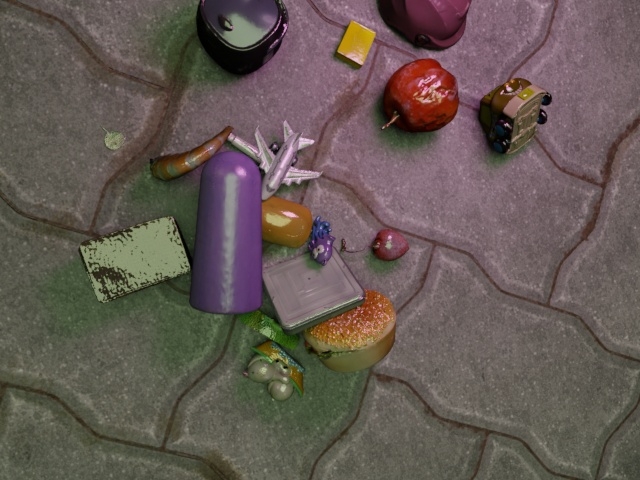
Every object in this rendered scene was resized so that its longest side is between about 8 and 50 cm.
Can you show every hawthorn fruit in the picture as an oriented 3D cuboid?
[{"bbox_3d":[0.293,-0.435,1.497,0.272,0.242,0.242,-33,97,-9],"label":"hawthorn fruit"}]

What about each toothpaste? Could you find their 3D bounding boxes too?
[{"bbox_3d":[-0.216,-0.282,1.503,0.190,0.031,0.048,32,76,-14],"label":"toothpaste"}]

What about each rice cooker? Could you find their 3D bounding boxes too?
[{"bbox_3d":[-0.232,-0.636,1.395,0.267,0.224,0.267,0,90,-9],"label":"rice cooker"}]

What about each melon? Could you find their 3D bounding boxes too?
[{"bbox_3d":[-0.160,0.270,1.483,0.209,0.118,0.064,34,79,-15],"label":"melon"}]

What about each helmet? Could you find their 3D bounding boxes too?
[{"bbox_3d":[0.366,-0.795,1.526,0.338,0.197,0.271,28,83,-9],"label":"helmet"}]

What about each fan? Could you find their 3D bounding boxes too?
[{"bbox_3d":[-0.636,-0.307,1.432,0.080,0.003,0.060,21,86,-11],"label":"fan"}]

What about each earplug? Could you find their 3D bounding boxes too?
[{"bbox_3d":[-0.263,-0.028,1.370,0.215,0.215,0.455,3,99,-11],"label":"earplug"}]

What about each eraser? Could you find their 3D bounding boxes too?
[{"bbox_3d":[0.115,-0.644,1.553,0.097,0.045,0.122,25,86,-10],"label":"eraser"}]

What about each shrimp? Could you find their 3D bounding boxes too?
[{"bbox_3d":[-0.377,-0.257,1.385,0.287,0.185,0.068,-34,121,-1],"label":"shrimp"}]

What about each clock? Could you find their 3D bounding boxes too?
[{"bbox_3d":[-0.141,0.417,1.491,0.231,0.103,0.144,43,85,-7],"label":"clock"}]

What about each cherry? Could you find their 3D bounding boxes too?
[{"bbox_3d":[0.182,0.008,1.560,0.226,0.090,0.107,10,101,-2],"label":"cherry"}]

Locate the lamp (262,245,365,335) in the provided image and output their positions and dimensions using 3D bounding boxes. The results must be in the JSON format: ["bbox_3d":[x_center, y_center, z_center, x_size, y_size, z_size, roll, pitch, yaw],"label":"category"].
[{"bbox_3d":[-0.030,0.141,1.442,0.266,0.269,0.047,-21,132,-12],"label":"lamp"}]

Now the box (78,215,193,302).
[{"bbox_3d":[-0.531,0.049,1.389,0.273,0.143,0.184,-20,95,-9],"label":"box"}]

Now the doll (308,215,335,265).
[{"bbox_3d":[0.000,0.000,1.491,0.067,0.206,0.110,24,127,-30],"label":"doll"}]

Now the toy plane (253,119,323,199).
[{"bbox_3d":[-0.124,-0.235,1.473,0.251,0.101,0.255,32,81,-22],"label":"toy plane"}]

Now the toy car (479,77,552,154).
[{"bbox_3d":[0.621,-0.432,1.580,0.204,0.248,0.198,-36,59,-6],"label":"toy car"}]

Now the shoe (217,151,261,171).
[{"bbox_3d":[-0.256,-0.236,1.483,0.143,0.064,0.071,4,72,-16],"label":"shoe"}]

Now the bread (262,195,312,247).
[{"bbox_3d":[-0.131,-0.062,1.490,0.217,0.098,0.147,13,85,-12],"label":"bread"}]

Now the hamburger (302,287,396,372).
[{"bbox_3d":[0.088,0.260,1.438,0.302,0.302,0.170,-26,117,-10],"label":"hamburger"}]
